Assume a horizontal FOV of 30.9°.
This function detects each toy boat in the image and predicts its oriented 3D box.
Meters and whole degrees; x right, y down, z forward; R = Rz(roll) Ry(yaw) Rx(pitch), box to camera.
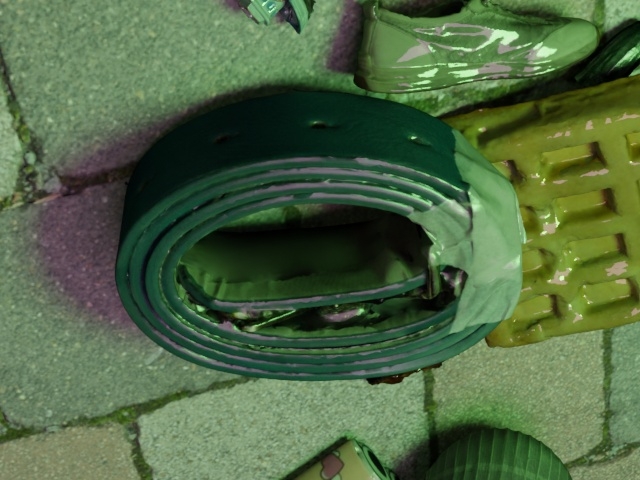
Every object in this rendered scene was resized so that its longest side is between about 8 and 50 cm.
[{"bbox_3d":[-0.056,-0.258,1.167,0.066,0.059,0.140,-46,130,-5],"label":"toy boat"}]

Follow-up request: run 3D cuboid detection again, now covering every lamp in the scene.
[{"bbox_3d":[0.250,0.388,1.593,0.233,0.233,0.265,6,101,-21],"label":"lamp"}]

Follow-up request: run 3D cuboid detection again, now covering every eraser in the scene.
[{"bbox_3d":[-0.020,0.413,1.619,0.290,0.087,0.171,-37,124,7],"label":"eraser"}]

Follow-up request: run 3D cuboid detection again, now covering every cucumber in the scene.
[{"bbox_3d":[0.346,-0.210,1.333,0.048,0.048,0.105,35,107,-33],"label":"cucumber"}]

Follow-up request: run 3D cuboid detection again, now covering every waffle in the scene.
[{"bbox_3d":[0.297,-0.021,1.387,0.304,0.077,0.348,-14,125,13],"label":"waffle"}]

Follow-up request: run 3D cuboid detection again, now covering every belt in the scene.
[{"bbox_3d":[-0.001,0.000,1.258,0.436,0.173,0.300,-3,127,-6],"label":"belt"}]

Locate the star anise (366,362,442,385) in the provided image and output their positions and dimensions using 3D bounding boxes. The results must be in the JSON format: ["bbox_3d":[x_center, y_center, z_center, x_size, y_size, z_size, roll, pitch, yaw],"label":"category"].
[{"bbox_3d":[0.080,0.154,1.468,0.157,0.053,0.212,-17,164,32],"label":"star anise"}]

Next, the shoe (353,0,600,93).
[{"bbox_3d":[0.168,-0.220,1.244,0.275,0.103,0.098,-9,112,-14],"label":"shoe"}]
